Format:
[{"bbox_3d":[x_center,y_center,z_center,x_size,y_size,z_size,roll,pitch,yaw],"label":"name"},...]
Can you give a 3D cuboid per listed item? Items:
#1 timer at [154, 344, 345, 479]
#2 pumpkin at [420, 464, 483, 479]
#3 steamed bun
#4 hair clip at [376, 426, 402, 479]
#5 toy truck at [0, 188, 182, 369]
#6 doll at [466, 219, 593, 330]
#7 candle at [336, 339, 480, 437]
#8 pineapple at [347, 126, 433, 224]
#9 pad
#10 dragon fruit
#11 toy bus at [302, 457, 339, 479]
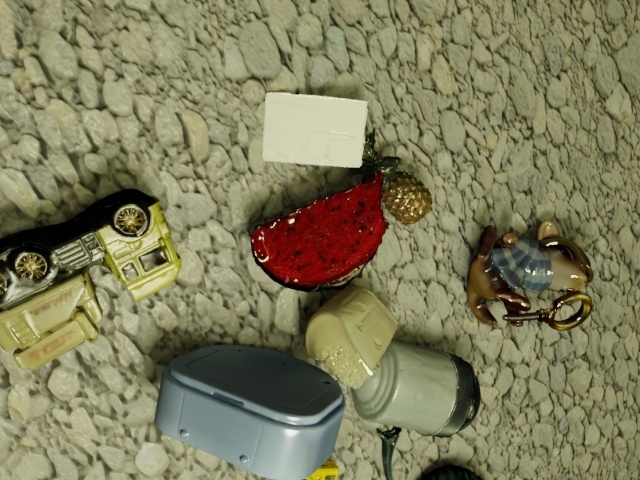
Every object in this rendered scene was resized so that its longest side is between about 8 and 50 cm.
[{"bbox_3d":[-0.130,0.362,1.469,0.395,0.395,0.173,8,99,-25],"label":"timer"},{"bbox_3d":[0.365,0.747,1.832,0.248,0.248,0.247,-6,105,-22],"label":"pumpkin"},{"bbox_3d":[0.073,0.224,1.597,0.200,0.170,0.225,52,37,4],"label":"steamed bun"},{"bbox_3d":[0.189,0.605,1.841,0.070,0.039,0.229,-12,112,-20],"label":"hair clip"},{"bbox_3d":[-0.475,0.071,1.340,0.405,0.181,0.253,-28,110,-15],"label":"toy truck"},{"bbox_3d":[0.545,0.095,1.773,0.340,0.209,0.317,-12,110,-23],"label":"doll"},{"bbox_3d":[0.211,0.362,1.687,0.343,0.221,0.221,18,95,-26],"label":"candle"},{"bbox_3d":[0.154,-0.148,1.603,0.125,0.125,0.251,-46,111,-7],"label":"pineapple"},{"bbox_3d":[-0.012,-0.247,1.523,0.232,0.004,0.156,3,101,-6],"label":"pad"},{"bbox_3d":[0.000,0.000,1.570,0.344,0.100,0.282,-24,125,-17],"label":"dragon fruit"},{"bbox_3d":[-0.063,0.690,1.688,0.152,0.144,0.329,10,97,-26],"label":"toy bus"}]
